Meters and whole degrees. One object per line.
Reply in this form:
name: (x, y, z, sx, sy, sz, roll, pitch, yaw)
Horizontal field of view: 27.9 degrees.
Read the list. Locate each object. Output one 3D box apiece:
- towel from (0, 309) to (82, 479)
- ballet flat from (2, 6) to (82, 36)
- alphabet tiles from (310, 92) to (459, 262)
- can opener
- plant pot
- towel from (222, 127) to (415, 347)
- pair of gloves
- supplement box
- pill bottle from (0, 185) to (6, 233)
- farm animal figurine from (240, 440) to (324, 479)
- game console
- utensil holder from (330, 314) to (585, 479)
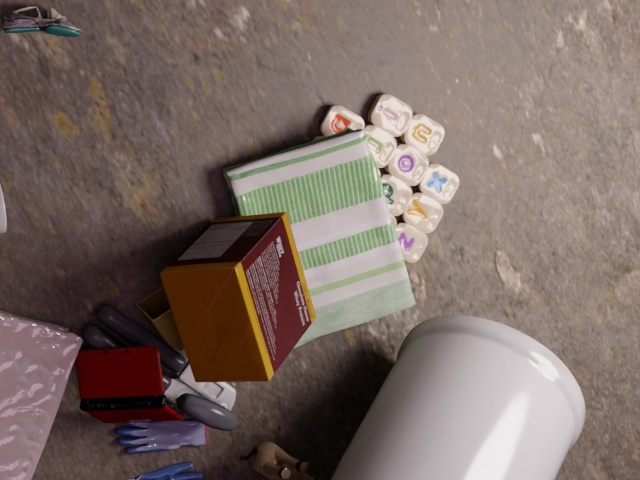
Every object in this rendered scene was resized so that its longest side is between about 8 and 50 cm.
towel: (-0.556, 0.239, 1.899, 0.331, 0.053, 0.317, 20, 94, -27)
ballet flat: (-0.396, -0.314, 1.837, 0.114, 0.041, 0.041, -1, 104, -25)
alphabet tiles: (0.088, -0.090, 2.119, 0.278, 0.021, 0.284, 27, 92, -27)
can opener: (-0.238, 0.205, 2.006, 0.283, 0.095, 0.076, 39, 84, -27)
plant pot: (-0.224, 0.122, 2.004, 0.081, 0.081, 0.083, -32, 119, -14)
towel: (0.000, 0.000, 2.067, 0.247, 0.038, 0.325, -19, 111, -5)
pair of gloves: (-0.257, 0.355, 2.079, 0.159, 0.023, 0.198, 2, 103, -25)
supplement box: (-0.119, 0.085, 1.954, 0.194, 0.129, 0.191, -51, 131, -55)
pill bottle: (-0.553, -0.035, 1.793, 0.215, 0.117, 0.117, -10, 107, -21)
farm animal figurine: (-0.030, 0.494, 2.147, 0.326, 0.172, 0.330, 4, 94, -37)
game console: (-0.292, 0.224, 1.976, 0.124, 0.144, 0.085, 50, 39, -59)
utensil holder: (0.201, 0.362, 2.030, 0.328, 0.327, 0.385, 58, 45, -24)
